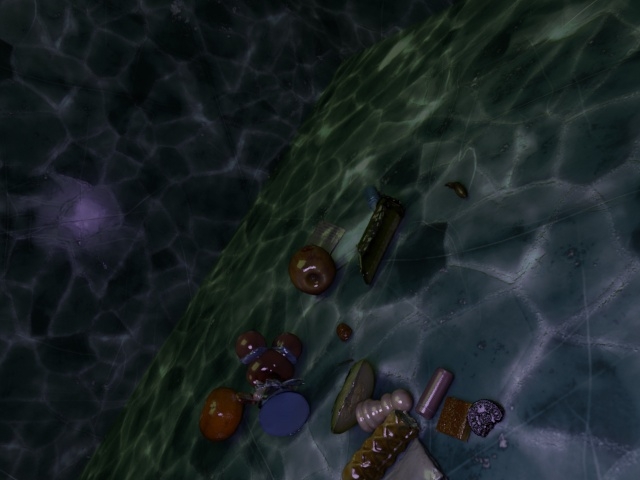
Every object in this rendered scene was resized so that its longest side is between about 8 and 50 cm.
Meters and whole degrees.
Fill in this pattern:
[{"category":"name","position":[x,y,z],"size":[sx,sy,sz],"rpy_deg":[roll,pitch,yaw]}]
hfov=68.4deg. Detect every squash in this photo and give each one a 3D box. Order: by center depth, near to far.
[{"category":"squash","position":[0.076,0.490,1.508],"size":[0.155,0.204,0.236],"rpy_deg":[16,68,39]}]

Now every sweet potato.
[{"category":"sweet potato","position":[0.506,-0.193,1.740],"size":[0.041,0.038,0.153],"rpy_deg":[-28,27,1]}]

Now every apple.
[{"category":"apple","position":[-0.036,0.128,2.076],"size":[0.211,0.211,0.188],"rpy_deg":[-48,24,13]}]

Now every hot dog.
[{"category":"hot dog","position":[0.089,0.350,1.786],"size":[0.058,0.035,0.083],"rpy_deg":[-53,26,5]}]

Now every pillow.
[{"category":"pillow","position":[0.213,0.639,1.213],"size":[0.229,0.050,0.148],"rpy_deg":[-51,19,6]}]

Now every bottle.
[{"category":"bottle","position":[0.314,0.421,1.298],"size":[0.140,0.053,0.053],"rpy_deg":[-59,26,-9]}]

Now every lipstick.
[{"category":"lipstick","position":[0.246,-0.157,2.098],"size":[0.061,0.068,0.274],"rpy_deg":[-41,29,21]}]

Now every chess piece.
[{"category":"chess piece","position":[0.193,0.489,1.386],"size":[0.170,0.094,0.094],"rpy_deg":[-37,30,24]}]

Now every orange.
[{"category":"orange","position":[-0.423,0.748,2.022],"size":[0.224,0.170,0.223],"rpy_deg":[-160,90,-80]}]

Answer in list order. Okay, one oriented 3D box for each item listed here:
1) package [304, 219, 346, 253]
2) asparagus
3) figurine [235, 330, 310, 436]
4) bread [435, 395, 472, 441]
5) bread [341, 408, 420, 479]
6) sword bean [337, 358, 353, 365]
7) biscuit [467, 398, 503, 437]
[{"category":"package","position":[0.000,0.000,2.338],"size":[0.203,0.062,0.251],"rpy_deg":[-59,30,-7]},{"category":"asparagus","position":[0.225,-0.007,1.901],"size":[0.381,0.129,0.108],"rpy_deg":[-63,-8,-15]},{"category":"figurine","position":[-0.187,0.527,1.818],"size":[0.388,0.277,0.248],"rpy_deg":[-136,59,-67]},{"category":"bread","position":[0.350,0.458,1.213],"size":[0.090,0.035,0.094],"rpy_deg":[-7,53,58]},{"category":"bread","position":[0.160,0.588,1.301],"size":[0.269,0.098,0.087],"rpy_deg":[-52,49,5]},{"category":"sword bean","position":[0.090,0.441,1.703],"size":[0.083,0.012,0.012],"rpy_deg":[-32,34,40]},{"category":"biscuit","position":[0.402,0.432,1.146],"size":[0.087,0.027,0.089],"rpy_deg":[-10,66,28]}]
